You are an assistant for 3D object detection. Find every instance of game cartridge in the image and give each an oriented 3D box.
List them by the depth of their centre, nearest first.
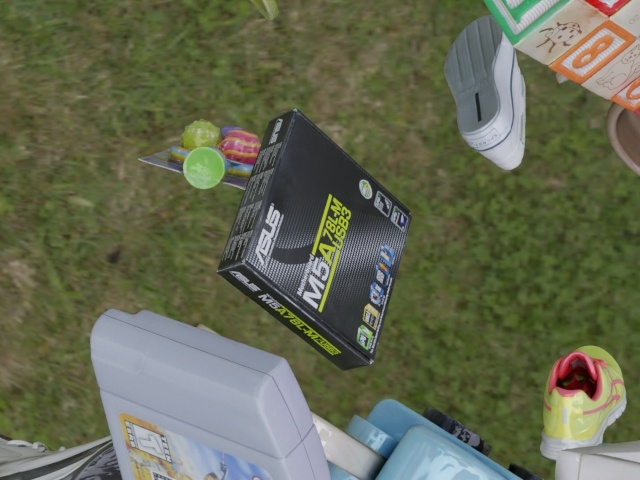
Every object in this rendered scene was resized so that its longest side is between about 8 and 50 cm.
[{"bbox_3d":[-0.081,0.201,1.144,0.062,0.198,0.297,-41,138,-38],"label":"game cartridge"}]

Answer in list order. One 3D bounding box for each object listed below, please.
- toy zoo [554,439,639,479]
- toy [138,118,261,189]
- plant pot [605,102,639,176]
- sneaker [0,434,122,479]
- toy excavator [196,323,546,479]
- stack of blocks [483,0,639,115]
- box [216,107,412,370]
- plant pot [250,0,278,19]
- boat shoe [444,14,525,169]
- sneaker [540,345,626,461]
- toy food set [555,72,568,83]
[{"bbox_3d":[0.251,0.127,0.656,0.192,0.293,0.030,5,90,-39],"label":"toy zoo"},{"bbox_3d":[-0.107,-0.097,1.484,0.136,0.237,0.056,15,101,1],"label":"toy"},{"bbox_3d":[0.514,-0.203,1.719,0.263,0.263,0.229,36,65,-28],"label":"plant pot"},{"bbox_3d":[-0.314,0.285,1.759,0.447,0.257,0.169,-14,114,-23],"label":"sneaker"},{"bbox_3d":[0.066,0.275,1.673,0.222,0.433,0.445,-56,151,-7],"label":"toy excavator"},{"bbox_3d":[0.225,-0.164,0.821,0.297,0.171,0.087,13,43,-55],"label":"stack of blocks"},{"bbox_3d":[0.000,0.000,1.331,0.184,0.045,0.191,42,49,-32],"label":"box"},{"bbox_3d":[-0.024,-0.392,1.283,0.254,0.276,0.276,-35,113,0],"label":"plant pot"},{"bbox_3d":[0.190,-0.163,1.551,0.076,0.083,0.226,49,33,-32],"label":"boat shoe"},{"bbox_3d":[0.286,0.155,1.487,0.208,0.081,0.094,-53,141,-63],"label":"sneaker"},{"bbox_3d":[0.226,-0.314,1.195,0.219,0.092,0.306,-27,94,-31],"label":"toy food set"}]
